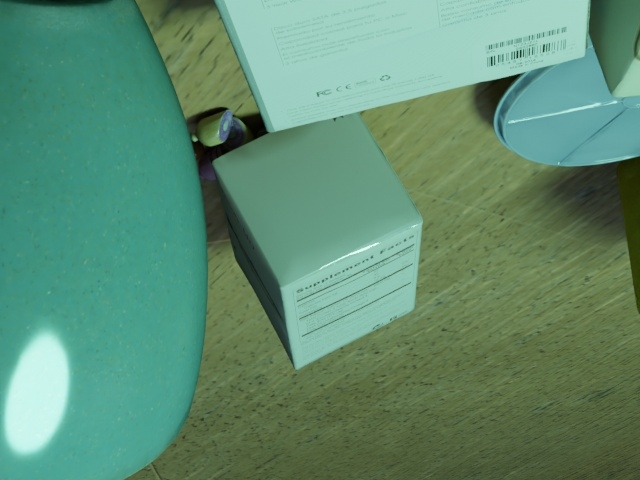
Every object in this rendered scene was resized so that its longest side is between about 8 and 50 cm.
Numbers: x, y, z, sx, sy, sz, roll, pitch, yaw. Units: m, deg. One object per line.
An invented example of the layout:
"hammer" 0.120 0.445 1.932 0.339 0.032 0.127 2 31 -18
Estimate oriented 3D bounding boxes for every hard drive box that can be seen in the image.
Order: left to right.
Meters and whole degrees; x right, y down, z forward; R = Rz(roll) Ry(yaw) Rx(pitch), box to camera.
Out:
"hard drive box" 0.033 -0.156 0.660 0.181 0.089 0.232 -14 158 2

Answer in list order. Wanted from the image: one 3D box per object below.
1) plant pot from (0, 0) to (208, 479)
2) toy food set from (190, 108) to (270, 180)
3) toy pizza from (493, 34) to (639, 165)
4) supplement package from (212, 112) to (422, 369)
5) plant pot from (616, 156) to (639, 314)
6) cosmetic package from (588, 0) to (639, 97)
"plant pot" -0.177 -0.041 0.646 0.290 0.290 0.195 2 117 -32
"toy food set" -0.088 -0.058 0.921 0.122 0.019 0.078 -9 157 -9
"toy pizza" 0.213 -0.109 0.943 0.201 0.032 0.201 -10 157 -4
"supplement package" 0.000 0.000 0.968 0.105 0.105 0.179 -26 159 -8
"plant pot" 0.347 -0.008 1.058 0.187 0.212 0.212 19 144 -30
"cosmetic package" 0.231 -0.196 0.642 0.160 0.113 0.309 -9 157 -8
